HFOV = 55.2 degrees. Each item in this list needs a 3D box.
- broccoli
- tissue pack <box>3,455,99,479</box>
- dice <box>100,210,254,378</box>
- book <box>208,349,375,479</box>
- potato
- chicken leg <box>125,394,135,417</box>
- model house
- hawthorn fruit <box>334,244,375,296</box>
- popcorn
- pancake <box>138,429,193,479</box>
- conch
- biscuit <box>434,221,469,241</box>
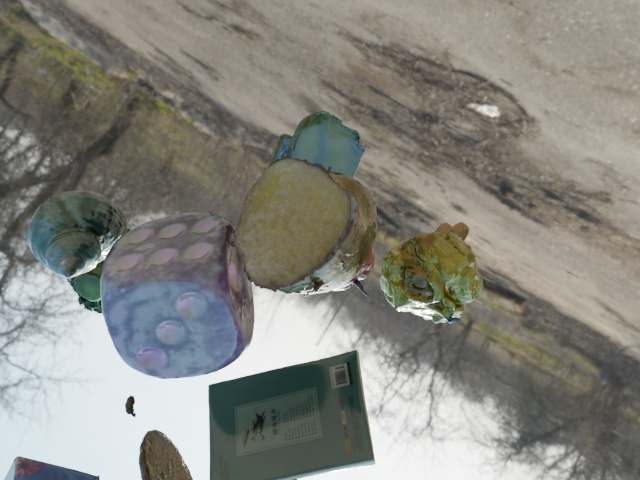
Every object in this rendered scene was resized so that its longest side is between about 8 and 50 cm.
[{"bbox_3d":[-0.642,0.103,1.837,0.298,0.297,0.297,31,-164,-14],"label":"broccoli"},{"bbox_3d":[-0.834,0.797,1.853,0.264,0.198,0.146,26,-172,-27],"label":"tissue pack"},{"bbox_3d":[-0.297,0.116,1.330,0.270,0.270,0.271,-94,-6,-58],"label":"dice"},{"bbox_3d":[-0.078,0.405,1.377,0.031,0.380,0.264,62,-163,-51],"label":"book"},{"bbox_3d":[0.000,0.000,1.269,0.301,0.289,0.237,49,-176,39],"label":"potato"},{"bbox_3d":[-0.601,0.528,1.937,0.021,0.036,0.083,45,-163,-45],"label":"chicken leg"},{"bbox_3d":[-0.056,-0.212,1.628,0.226,0.261,0.241,21,-177,-39],"label":"model house"},{"bbox_3d":[0.074,0.050,1.943,0.300,0.254,0.254,53,-175,19],"label":"hawthorn fruit"},{"bbox_3d":[0.270,0.096,1.497,0.250,0.225,0.249,-1,160,0],"label":"popcorn"},{"bbox_3d":[-0.386,0.619,1.572,0.288,0.033,0.286,-115,2,-86],"label":"pancake"},{"bbox_3d":[-0.564,-0.010,1.426,0.277,0.196,0.220,-103,-2,-55],"label":"conch"},{"bbox_3d":[0.420,0.083,2.271,0.275,0.354,0.052,-6,-141,-44],"label":"biscuit"}]
